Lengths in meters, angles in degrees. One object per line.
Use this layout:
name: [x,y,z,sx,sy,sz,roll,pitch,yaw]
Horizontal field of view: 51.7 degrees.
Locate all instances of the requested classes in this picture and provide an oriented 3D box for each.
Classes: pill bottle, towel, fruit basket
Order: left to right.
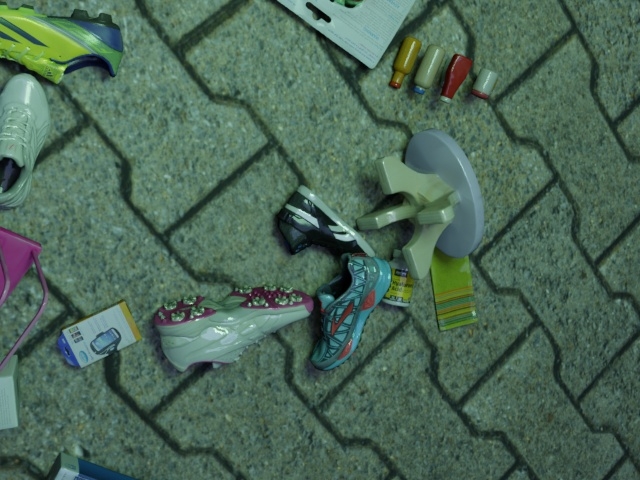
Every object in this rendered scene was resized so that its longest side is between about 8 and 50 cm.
fruit basket: [0.067,-0.572,1.274,0.327,0.165,0.353,29,101,-21]
pill bottle: [0.169,0.079,1.414,0.065,0.065,0.116,9,92,-22]
towel: [0.296,0.081,1.488,0.102,0.021,0.237,-14,101,-20]

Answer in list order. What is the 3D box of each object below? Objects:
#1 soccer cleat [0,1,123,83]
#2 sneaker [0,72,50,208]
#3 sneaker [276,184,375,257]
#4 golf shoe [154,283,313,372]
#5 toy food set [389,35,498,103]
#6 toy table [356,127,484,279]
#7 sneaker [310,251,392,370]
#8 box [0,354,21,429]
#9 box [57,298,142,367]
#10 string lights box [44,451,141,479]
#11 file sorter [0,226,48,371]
soccer cleat: [-0.477,-0.324,1.098,0.289,0.093,0.121,-3,100,-21]
sneaker: [-0.501,-0.163,1.094,0.090,0.115,0.232,8,93,-22]
sneaker: [0.000,0.000,1.339,0.217,0.079,0.121,42,88,-16]
golf shoe: [-0.162,0.168,1.282,0.306,0.115,0.140,-8,110,-14]
toy food set: [0.268,-0.332,1.384,0.232,0.111,0.104,18,102,-23]
toy table: [0.205,-0.071,1.334,0.161,0.252,0.274,-27,92,-34]
sneaker: [0.030,0.136,1.330,0.125,0.104,0.262,24,98,-27]
box: [-0.596,0.261,1.099,0.170,0.130,0.091,-5,99,-20]
box: [-0.409,0.174,1.219,0.136,0.028,0.081,-25,105,-15]
string lights box: [-0.395,0.510,1.236,0.259,0.077,0.133,29,84,-22]
file sorter: [-0.589,0.070,0.982,0.290,0.182,0.202,32,99,-42]
